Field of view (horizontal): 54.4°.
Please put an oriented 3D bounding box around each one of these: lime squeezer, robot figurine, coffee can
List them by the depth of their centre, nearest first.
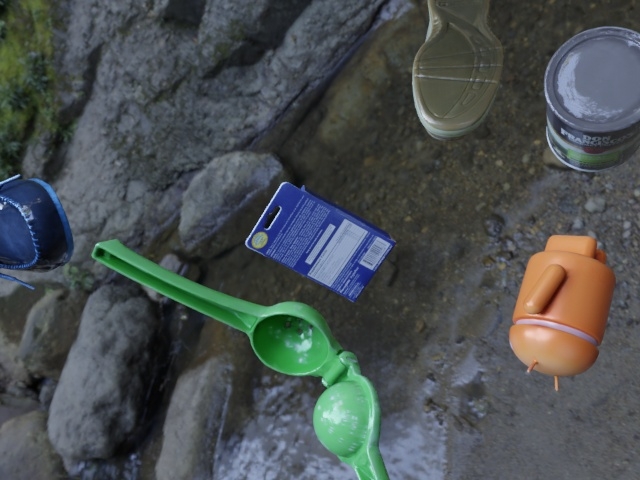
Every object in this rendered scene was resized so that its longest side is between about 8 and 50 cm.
[{"bbox_3d":[-0.009,0.096,0.392,0.310,0.110,0.059,47,110,19],"label":"lime squeezer"},{"bbox_3d":[0.349,0.100,0.907,0.128,0.158,0.219,18,74,9],"label":"robot figurine"},{"bbox_3d":[0.556,-0.269,1.245,0.201,0.275,0.202,-4,79,20],"label":"coffee can"}]

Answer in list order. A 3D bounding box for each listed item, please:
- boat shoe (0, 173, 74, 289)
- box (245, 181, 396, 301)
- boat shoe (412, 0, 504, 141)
[{"bbox_3d":[-0.321,0.000,0.593,0.258,0.089,0.109,-5,101,46],"label":"boat shoe"},{"bbox_3d":[0.000,0.000,1.064,0.136,0.225,0.036,-56,19,17],"label":"box"},{"bbox_3d":[0.089,-0.116,0.414,0.056,0.048,0.153,0,53,8],"label":"boat shoe"}]
